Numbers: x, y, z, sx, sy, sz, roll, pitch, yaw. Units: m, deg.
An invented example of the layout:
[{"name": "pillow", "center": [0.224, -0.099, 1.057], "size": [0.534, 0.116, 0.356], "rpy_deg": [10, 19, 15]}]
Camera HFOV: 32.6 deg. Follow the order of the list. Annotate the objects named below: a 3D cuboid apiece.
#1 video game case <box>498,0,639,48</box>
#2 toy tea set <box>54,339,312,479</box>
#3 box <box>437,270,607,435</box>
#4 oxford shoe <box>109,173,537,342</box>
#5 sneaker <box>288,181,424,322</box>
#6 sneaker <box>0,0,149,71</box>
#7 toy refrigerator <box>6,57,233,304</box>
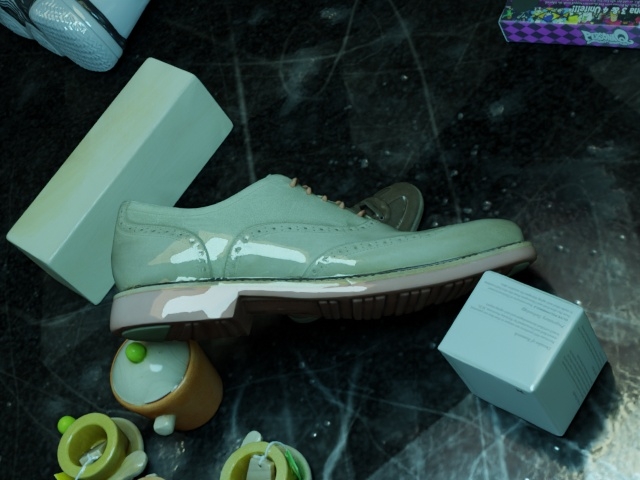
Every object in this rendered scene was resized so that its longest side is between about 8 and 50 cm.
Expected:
[{"name": "video game case", "center": [0.332, -0.299, 1.170], "size": [0.232, 0.042, 0.210], "rpy_deg": [9, 64, 31]}, {"name": "toy tea set", "center": [-0.134, 0.214, 1.016], "size": [0.200, 0.124, 0.336], "rpy_deg": [-46, 51, -7]}, {"name": "box", "center": [0.177, 0.098, 0.951], "size": [0.102, 0.101, 0.087], "rpy_deg": [22, 72, 37]}, {"name": "oxford shoe", "center": [0.000, 0.000, 1.011], "size": [0.397, 0.140, 0.146], "rpy_deg": [-6, 75, -5]}, {"name": "sneaker", "center": [0.028, 0.004, 1.106], "size": [0.188, 0.071, 0.066], "rpy_deg": [-46, 51, -7]}, {"name": "sneaker", "center": [-0.354, -0.381, 1.510], "size": [0.366, 0.137, 0.210], "rpy_deg": [31, 76, 32]}, {"name": "toy refrigerator", "center": [-0.230, -0.072, 1.265], "size": [0.094, 0.102, 0.269], "rpy_deg": [26, 74, 36]}]
